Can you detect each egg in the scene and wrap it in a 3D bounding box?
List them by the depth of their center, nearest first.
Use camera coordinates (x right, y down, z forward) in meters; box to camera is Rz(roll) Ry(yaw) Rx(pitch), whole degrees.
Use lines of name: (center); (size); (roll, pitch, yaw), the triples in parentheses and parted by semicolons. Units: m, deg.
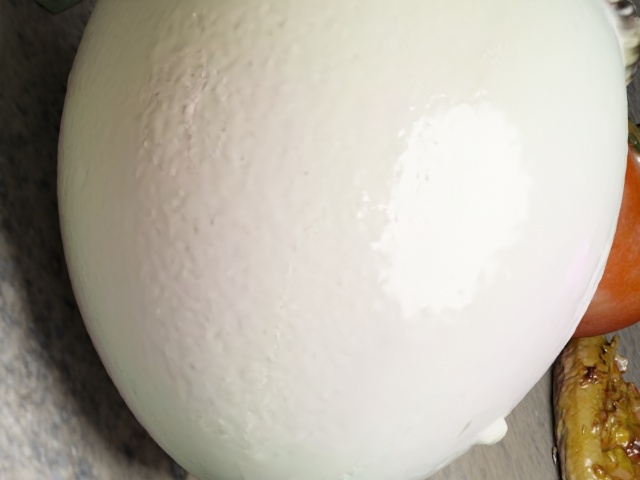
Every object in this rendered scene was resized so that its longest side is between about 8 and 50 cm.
egg: (0.000, 0.000, 1.121); (0.354, 0.354, 0.340); (41, 57, -47)

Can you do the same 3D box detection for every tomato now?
tomato: (0.233, -0.028, 1.762); (0.256, 0.224, 0.256); (49, 26, -33)

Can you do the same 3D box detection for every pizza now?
pizza: (0.295, 0.224, 1.851); (0.161, 0.086, 0.305); (38, 38, -51)

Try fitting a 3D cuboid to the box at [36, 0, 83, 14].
box: (-0.203, -0.310, 1.200); (0.225, 0.117, 0.225); (34, 40, -52)
